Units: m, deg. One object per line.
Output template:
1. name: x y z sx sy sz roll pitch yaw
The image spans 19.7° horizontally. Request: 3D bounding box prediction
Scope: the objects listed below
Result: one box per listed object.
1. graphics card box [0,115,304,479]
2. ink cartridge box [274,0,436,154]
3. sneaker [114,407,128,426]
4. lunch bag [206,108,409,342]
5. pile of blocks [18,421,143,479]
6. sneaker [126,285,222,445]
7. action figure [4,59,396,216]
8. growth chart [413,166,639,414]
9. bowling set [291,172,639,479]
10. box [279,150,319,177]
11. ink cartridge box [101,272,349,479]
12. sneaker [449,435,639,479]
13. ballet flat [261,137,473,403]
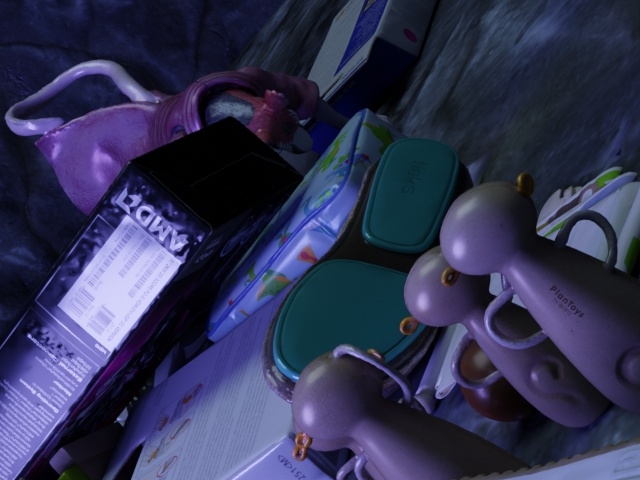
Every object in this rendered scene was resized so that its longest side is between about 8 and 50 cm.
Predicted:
1. graphics card box: -0.183 0.074 1.532 0.371 0.094 0.233 -52 -7 20
2. ink cartridge box: 0.052 -0.217 2.109 0.176 0.069 0.371 -45 11 32
3. sneaker: -0.184 0.174 1.928 0.065 0.061 0.158 100 -167 -45
4. lunch bag: 0.000 0.000 1.584 0.219 0.090 0.176 -49 13 28
5. pile of blocks: -0.208 0.283 1.407 0.112 0.149 0.362 -50 11 26
6. sneaker: -0.114 0.094 1.768 0.107 0.124 0.283 -111 28 -43
7. action figure: -0.114 -0.119 1.838 0.248 0.275 0.370 -43 8 -23
8. growth chart: 0.136 0.024 1.152 0.237 0.021 0.172 -36 19 55
9. bowling set: 0.052 0.085 0.959 0.287 0.154 0.200 -50 12 12
10. box: -0.070 -0.037 2.043 0.063 0.067 0.324 -43 16 39
11. ink cartridge box: -0.072 0.152 1.405 0.239 0.060 0.275 -39 16 24
12. sneaker: 0.073 0.176 0.742 0.282 0.099 0.153 -32 21 52
13. ballet flat: 0.042 0.047 1.293 0.316 0.108 0.106 -56 -22 -50
